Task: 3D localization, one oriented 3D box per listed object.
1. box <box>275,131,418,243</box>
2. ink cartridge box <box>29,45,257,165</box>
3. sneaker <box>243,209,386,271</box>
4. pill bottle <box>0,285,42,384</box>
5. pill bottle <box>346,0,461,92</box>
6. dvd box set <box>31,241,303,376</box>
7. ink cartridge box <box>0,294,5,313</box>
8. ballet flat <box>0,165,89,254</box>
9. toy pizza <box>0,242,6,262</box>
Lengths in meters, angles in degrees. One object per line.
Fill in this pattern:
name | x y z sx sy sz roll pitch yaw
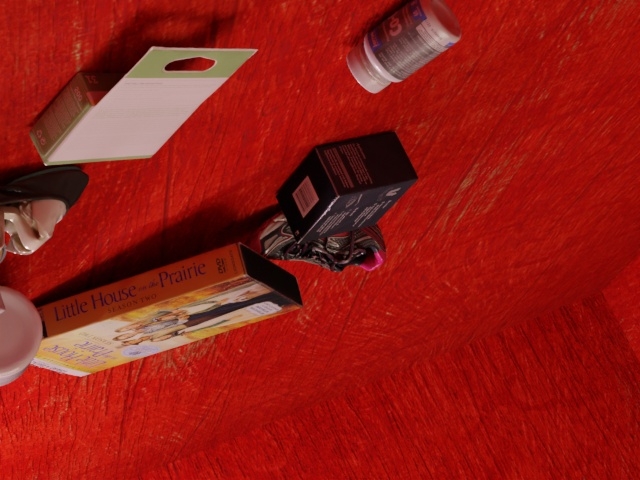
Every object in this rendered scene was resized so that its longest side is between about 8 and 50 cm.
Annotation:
box | 0.040 -0.082 2.317 0.158 0.093 0.156 -13 159 -33
ink cartridge box | -0.208 -0.174 1.741 0.171 0.056 0.235 -7 153 -48
sneaker | 0.000 0.000 2.481 0.299 0.112 0.121 -8 156 -44
pill bottle | -0.478 0.146 2.171 0.131 0.131 0.229 -20 175 -18
pill bottle | 0.105 -0.252 1.915 0.137 0.078 0.078 -34 162 26
dvd box set | -0.268 0.119 2.406 0.420 0.062 0.307 -18 164 11
ink cartridge box | -0.524 0.095 1.962 0.175 0.072 0.127 -32 157 21
ballet flat | -0.396 -0.027 1.845 0.280 0.096 0.095 -10 158 -42
toy pizza | -0.517 0.051 2.019 0.201 0.032 0.201 -23 164 -7
